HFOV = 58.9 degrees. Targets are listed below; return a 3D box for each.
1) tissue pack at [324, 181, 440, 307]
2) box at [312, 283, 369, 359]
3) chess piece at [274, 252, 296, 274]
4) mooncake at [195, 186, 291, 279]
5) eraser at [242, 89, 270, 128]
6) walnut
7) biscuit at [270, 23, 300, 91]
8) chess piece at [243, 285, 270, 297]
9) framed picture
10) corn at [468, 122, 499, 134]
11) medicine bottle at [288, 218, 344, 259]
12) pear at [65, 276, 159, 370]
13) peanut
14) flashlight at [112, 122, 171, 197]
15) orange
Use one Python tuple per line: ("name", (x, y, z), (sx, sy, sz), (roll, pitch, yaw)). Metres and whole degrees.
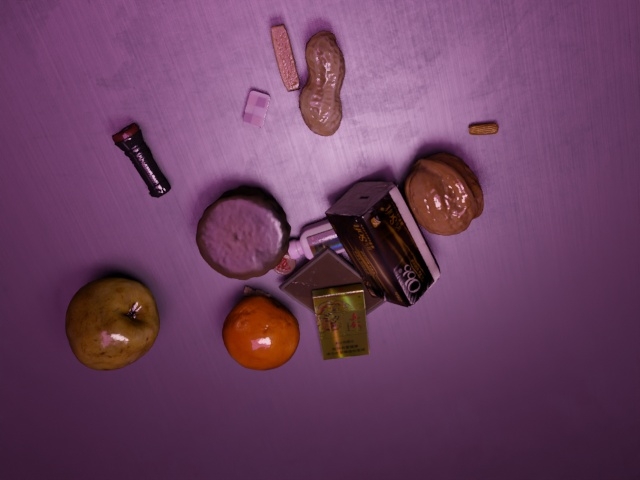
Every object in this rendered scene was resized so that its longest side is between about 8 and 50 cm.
("tissue pack", (0.200, 0.002, 1.761), (0.198, 0.210, 0.370), (-40, 115, -21))
("box", (0.074, 0.289, 1.965), (0.173, 0.043, 0.311), (-7, 126, 0))
("chess piece", (-0.125, 0.075, 1.913), (0.084, 0.038, 0.083), (1, 112, 1))
("mooncake", (-0.237, -0.028, 1.797), (0.291, 0.161, 0.290), (0, 108, 0))
("eraser", (-0.194, -0.398, 1.715), (0.065, 0.026, 0.105), (16, 112, -10))
("walnut", (0.370, -0.144, 1.730), (0.224, 0.257, 0.257), (-41, 112, -21))
("biscuit", (-0.101, -0.528, 1.644), (0.052, 0.056, 0.187), (-11, 114, 6))
("chess piece", (-0.220, 0.184, 1.963), (0.092, 0.035, 0.035), (14, 112, -10))
("framed picture", (0.048, 0.178, 1.925), (0.232, 0.024, 0.315), (-39, 120, 20))
("corn", (0.500, -0.341, 1.739), (0.092, 0.037, 0.037), (-3, 113, 4))
("medicine bottle", (0.000, 0.000, 1.859), (0.219, 0.078, 0.115), (-19, 115, 7))
("pear", (-0.690, 0.279, 1.873), (0.304, 0.304, 0.303), (0, 113, 0))
("peanut", (0.003, -0.449, 1.641), (0.136, 0.120, 0.298), (-14, 118, -36))
("flashlight", (-0.544, -0.243, 1.754), (0.093, 0.093, 0.232), (-24, 116, 10))
("orange", (-0.197, 0.311, 1.896), (0.261, 0.261, 0.261), (0, 113, 0))
